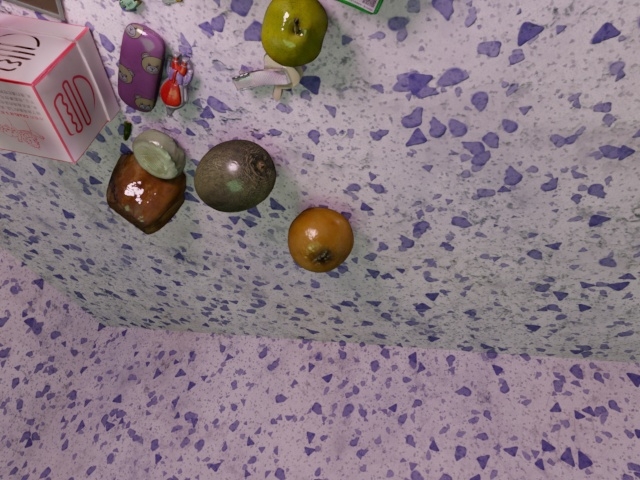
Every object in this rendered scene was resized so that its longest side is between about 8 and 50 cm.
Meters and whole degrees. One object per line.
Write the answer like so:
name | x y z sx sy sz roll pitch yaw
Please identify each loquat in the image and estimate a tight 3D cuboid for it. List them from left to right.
loquat | 0.000 0.000 1.774 0.263 0.263 0.263 10 144 7

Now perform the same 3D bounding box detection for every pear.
pear | -0.062 -0.518 1.132 0.166 0.216 0.180 28 110 -20

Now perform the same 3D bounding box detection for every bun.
bun | -0.578 -0.320 1.668 0.195 0.118 0.195 14 141 11

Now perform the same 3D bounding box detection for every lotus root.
lotus root | -0.724 -0.175 1.845 0.316 0.250 0.316 18 152 10

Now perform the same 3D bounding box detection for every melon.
melon | -0.304 -0.219 1.599 0.329 0.249 0.248 -16 134 40

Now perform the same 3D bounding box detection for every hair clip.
hair clip | -0.145 -0.474 1.344 0.218 0.071 0.159 2 145 27

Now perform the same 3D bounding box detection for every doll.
doll | -0.459 -0.480 1.445 0.102 0.075 0.227 31 134 2

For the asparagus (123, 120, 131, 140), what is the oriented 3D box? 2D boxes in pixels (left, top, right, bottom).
asparagus | -0.713 -0.404 1.685 0.025 0.021 0.108 28 143 -11

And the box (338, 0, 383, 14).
box | 0.095 -0.644 1.001 0.180 0.103 0.250 21 145 -8

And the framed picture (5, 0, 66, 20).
framed picture | -0.832 -0.769 1.240 0.232 0.019 0.296 18 145 -3

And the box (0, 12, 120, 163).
box | -0.874 -0.467 1.420 0.314 0.300 0.312 11 144 6

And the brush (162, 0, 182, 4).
brush | -0.338 -0.673 1.198 0.218 0.010 0.082 1 141 18

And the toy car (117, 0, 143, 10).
toy car | -0.540 -0.684 1.235 0.059 0.035 0.122 -11 128 32

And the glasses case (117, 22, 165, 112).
glasses case | -0.557 -0.524 1.419 0.123 0.076 0.316 25 143 -12
